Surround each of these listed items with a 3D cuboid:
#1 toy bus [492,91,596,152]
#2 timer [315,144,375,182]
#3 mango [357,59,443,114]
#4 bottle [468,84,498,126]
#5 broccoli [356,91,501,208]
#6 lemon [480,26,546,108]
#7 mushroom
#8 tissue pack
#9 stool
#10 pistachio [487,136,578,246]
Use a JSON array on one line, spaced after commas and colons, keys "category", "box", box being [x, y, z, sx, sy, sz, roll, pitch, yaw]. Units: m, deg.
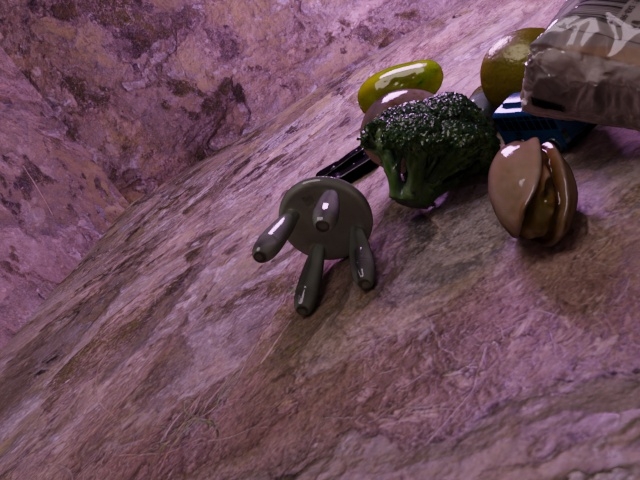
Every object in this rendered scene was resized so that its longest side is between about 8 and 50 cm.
[{"category": "toy bus", "box": [0.420, -0.232, 1.231, 0.090, 0.106, 0.184, -43, 21, -13]}, {"category": "timer", "box": [0.068, -0.202, 1.785, 0.187, 0.055, 0.144, -30, 20, 13]}, {"category": "mango", "box": [0.242, -0.453, 1.938, 0.272, 0.149, 0.185, -20, 18, 22]}, {"category": "bottle", "box": [0.399, -0.336, 1.528, 0.083, 0.083, 0.270, -19, 22, 37]}, {"category": "broccoli", "box": [0.221, -0.182, 1.290, 0.261, 0.269, 0.242, 19, 90, 41]}, {"category": "lemon", "box": [0.444, -0.354, 1.357, 0.184, 0.184, 0.248, -44, 35, -23]}, {"category": "mushroom", "box": [0.205, -0.247, 1.508, 0.226, 0.178, 0.227, 1, 54, -2]}, {"category": "tissue pack", "box": [0.547, -0.329, 1.035, 0.390, 0.195, 0.375, 26, 62, 37]}, {"category": "stool", "box": [0.000, 0.000, 1.250, 0.195, 0.195, 0.199, -26, 24, 22]}, {"category": "pistachio", "box": [0.326, -0.075, 1.003, 0.143, 0.144, 0.215, -24, 29, 27]}]
